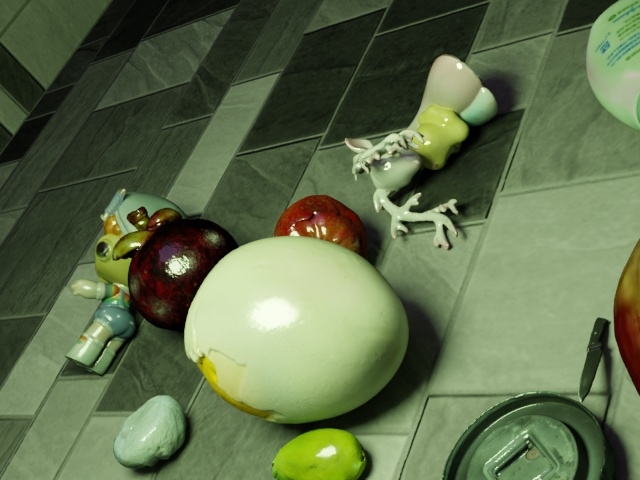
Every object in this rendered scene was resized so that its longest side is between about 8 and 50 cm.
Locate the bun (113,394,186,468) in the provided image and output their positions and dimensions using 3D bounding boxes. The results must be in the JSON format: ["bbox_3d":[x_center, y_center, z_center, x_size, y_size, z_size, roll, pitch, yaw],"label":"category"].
[{"bbox_3d":[-0.284,0.333,1.769,0.141,0.083,0.141,-34,23,17],"label":"bun"}]

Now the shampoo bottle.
[{"bbox_3d":[0.527,-0.237,1.547,0.221,0.151,0.350,-24,35,15],"label":"shampoo bottle"}]

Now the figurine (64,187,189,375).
[{"bbox_3d":[-0.371,0.094,2.106,0.205,0.224,0.382,14,84,30],"label":"figurine"}]

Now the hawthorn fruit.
[{"bbox_3d":[0.003,0.005,1.797,0.173,0.179,0.174,-3,77,13],"label":"hawthorn fruit"}]

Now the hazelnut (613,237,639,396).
[{"bbox_3d":[0.511,0.080,1.027,0.420,0.353,0.421,-5,76,21],"label":"hazelnut"}]

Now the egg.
[{"bbox_3d":[-0.028,0.135,1.562,0.345,0.283,0.283,3,51,32],"label":"egg"}]

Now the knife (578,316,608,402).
[{"bbox_3d":[0.354,0.153,1.353,0.023,0.010,0.170,-11,29,32],"label":"knife"}]

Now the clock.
[{"bbox_3d":[0.256,0.293,1.290,0.226,0.049,0.226,-27,36,22],"label":"clock"}]

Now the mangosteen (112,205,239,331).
[{"bbox_3d":[-0.266,0.043,1.930,0.228,0.265,0.228,-42,-9,-8],"label":"mangosteen"}]

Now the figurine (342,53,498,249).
[{"bbox_3d":[0.170,-0.163,1.793,0.316,0.206,0.284,-52,23,-9],"label":"figurine"}]

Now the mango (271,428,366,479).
[{"bbox_3d":[-0.009,0.318,1.506,0.165,0.074,0.091,-15,42,35],"label":"mango"}]
